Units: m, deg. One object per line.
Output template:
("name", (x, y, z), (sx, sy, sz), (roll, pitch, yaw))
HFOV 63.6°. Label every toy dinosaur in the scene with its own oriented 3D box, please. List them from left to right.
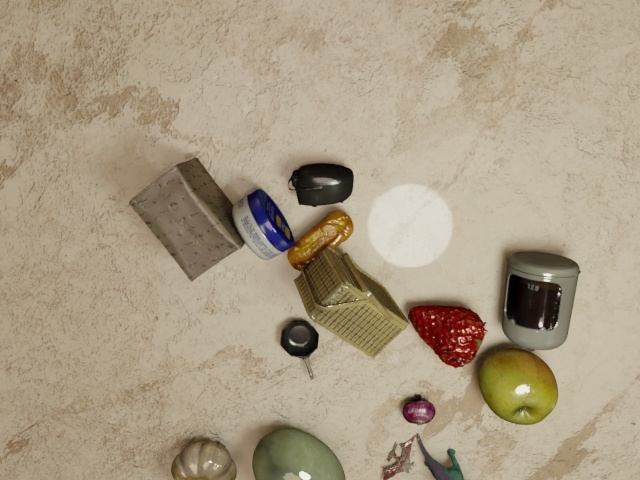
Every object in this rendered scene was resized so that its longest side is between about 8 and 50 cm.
("toy dinosaur", (0.292, 0.800, 1.877), (0.108, 0.032, 0.220), (34, 92, -5))
("toy dinosaur", (0.479, 0.877, 1.743), (0.129, 0.331, 0.383), (-41, 103, 7))

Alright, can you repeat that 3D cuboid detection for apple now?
("apple", (0.649, 0.481, 1.700), (0.260, 0.194, 0.261), (3, 128, 4))

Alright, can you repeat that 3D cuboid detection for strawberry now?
("strawberry", (0.398, 0.291, 1.676), (0.244, 0.205, 0.205), (25, 103, 12))

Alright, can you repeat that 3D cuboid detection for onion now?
("onion", (0.341, 0.590, 1.797), (0.115, 0.115, 0.105), (1, 60, -1))

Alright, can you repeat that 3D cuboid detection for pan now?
("pan", (-0.074, 0.364, 1.756), (0.128, 0.048, 0.202), (7, 102, -1))

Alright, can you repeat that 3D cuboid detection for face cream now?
("face cream", (-0.177, -0.045, 1.574), (0.111, 0.206, 0.206), (-31, 102, 12))

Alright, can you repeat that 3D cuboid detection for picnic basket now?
("picnic basket", (0.096, 0.179, 1.578), (0.312, 0.228, 0.175), (36, 103, -31))

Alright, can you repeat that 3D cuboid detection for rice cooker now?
("rice cooker", (0.002, -0.172, 1.579), (0.202, 0.142, 0.119), (-4, 116, 4))

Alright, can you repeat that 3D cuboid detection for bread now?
("bread", (0.000, 0.000, 1.646), (0.245, 0.094, 0.102), (-38, 96, 9))

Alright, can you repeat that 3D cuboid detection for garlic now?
("garlic", (-0.404, 0.798, 1.810), (0.227, 0.152, 0.228), (-2, 110, -6))

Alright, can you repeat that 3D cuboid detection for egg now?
("egg", (-0.070, 0.793, 1.758), (0.352, 0.258, 0.258), (36, 101, -3))

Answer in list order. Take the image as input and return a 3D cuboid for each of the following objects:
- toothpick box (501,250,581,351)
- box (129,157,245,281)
("toothpick box", (0.696, 0.206, 1.651), (0.228, 0.229, 0.317), (0, 106, 0))
("box", (-0.380, -0.067, 1.558), (0.190, 0.225, 0.297), (-35, 101, 10))
